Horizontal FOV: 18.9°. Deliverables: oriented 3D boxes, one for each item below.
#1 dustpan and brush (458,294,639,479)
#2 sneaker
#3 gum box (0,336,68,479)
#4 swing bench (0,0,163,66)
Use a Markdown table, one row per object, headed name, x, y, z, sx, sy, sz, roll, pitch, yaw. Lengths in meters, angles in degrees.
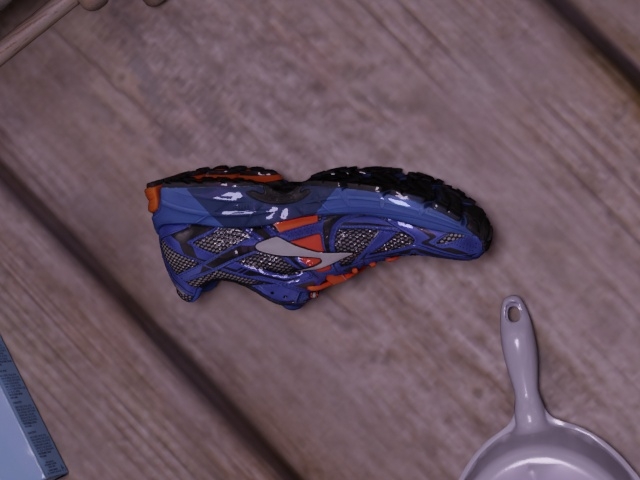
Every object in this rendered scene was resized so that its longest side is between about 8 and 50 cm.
| name | x | y | z | sx | sy | sz | roll | pitch | yaw |
| --- | --- | --- | --- | --- | --- | --- | --- | --- | --- |
| dustpan and brush | 0.133 | 0.140 | 1.174 | 0.147 | 0.060 | 0.211 | -10 | 93 | 12 |
| sneaker | 0.000 | 0.000 | 1.201 | 0.221 | 0.083 | 0.087 | 2 | 103 | 19 |
| gum box | -0.278 | 0.109 | 1.275 | 0.157 | 0.041 | 0.184 | -29 | 81 | 12 |
| swing bench | -0.280 | -0.180 | 1.201 | 0.253 | 0.165 | 0.255 | -37 | 91 | 12 |
